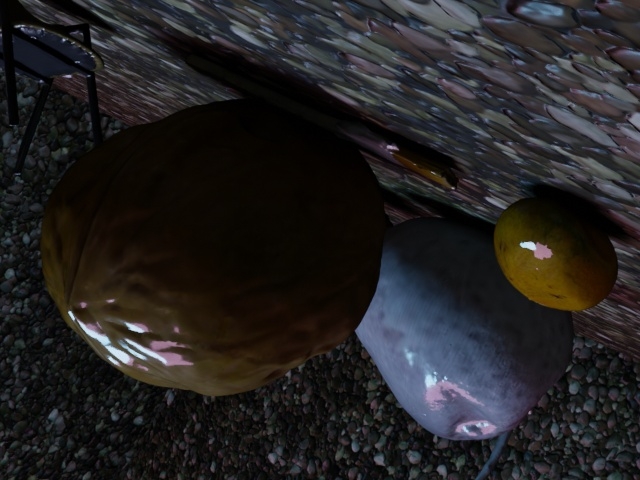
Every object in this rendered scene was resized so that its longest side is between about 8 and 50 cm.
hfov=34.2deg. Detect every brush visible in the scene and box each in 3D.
[{"bbox_3d":[-0.008,-0.132,1.091,0.337,0.020,0.085,26,-179,21],"label":"brush"}]

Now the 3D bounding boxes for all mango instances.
[{"bbox_3d":[0.212,0.011,0.962,0.115,0.089,0.165,23,174,43],"label":"mango"}]

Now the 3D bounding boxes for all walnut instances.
[{"bbox_3d":[-0.117,0.000,1.169,0.354,0.307,0.398,4,-158,39],"label":"walnut"}]

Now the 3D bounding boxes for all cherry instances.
[{"bbox_3d":[0.195,0.122,1.463,0.335,0.291,0.326,42,-170,-25],"label":"cherry"}]

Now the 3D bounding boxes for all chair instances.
[{"bbox_3d":[-0.359,-0.220,1.256,0.172,0.246,0.159,-1,166,27],"label":"chair"}]

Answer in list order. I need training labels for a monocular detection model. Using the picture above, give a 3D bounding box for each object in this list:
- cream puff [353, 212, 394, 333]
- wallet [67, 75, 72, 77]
[{"bbox_3d":[0.002,0.004,1.723,0.350,0.229,0.350,41,164,15],"label":"cream puff"},{"bbox_3d":[-0.604,-0.391,2.166,0.190,0.033,0.095,26,178,-24],"label":"wallet"}]
